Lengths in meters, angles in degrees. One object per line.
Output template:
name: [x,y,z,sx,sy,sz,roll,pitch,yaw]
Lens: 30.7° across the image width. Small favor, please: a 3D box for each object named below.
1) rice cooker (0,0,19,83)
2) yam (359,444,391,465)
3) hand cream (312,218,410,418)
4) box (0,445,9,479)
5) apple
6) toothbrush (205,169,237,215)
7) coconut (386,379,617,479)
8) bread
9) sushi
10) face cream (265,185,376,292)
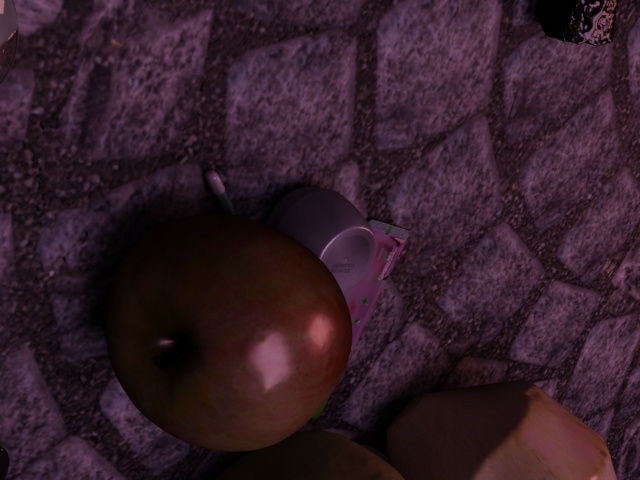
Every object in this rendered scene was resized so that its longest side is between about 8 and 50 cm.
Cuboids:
rice cooker: [-0.328,-0.195,0.916,0.145,0.127,0.206,-39,134,-15]
yam: [0.027,0.390,1.673,0.107,0.107,0.194,0,117,-43]
hand cream: [0.031,0.102,1.524,0.275,0.050,0.079,-66,163,8]
box: [-0.445,0.268,1.202,0.212,0.042,0.201,-49,139,-4]
apple: [-0.090,0.092,1.244,0.234,0.257,0.256,-16,129,-49]
toothbrush: [-0.089,0.012,1.361,0.024,0.018,0.257,-39,138,-18]
coconut: [0.249,0.353,1.697,0.353,0.353,0.352,-23,132,-29]
bread: [-0.015,0.405,1.480,0.320,0.320,0.237,-33,134,-20]
sushi: [0.331,-0.296,1.470,0.098,0.094,0.084,-17,126,-27]
face cream: [0.000,0.000,1.368,0.117,0.104,0.117,-24,132,-30]
